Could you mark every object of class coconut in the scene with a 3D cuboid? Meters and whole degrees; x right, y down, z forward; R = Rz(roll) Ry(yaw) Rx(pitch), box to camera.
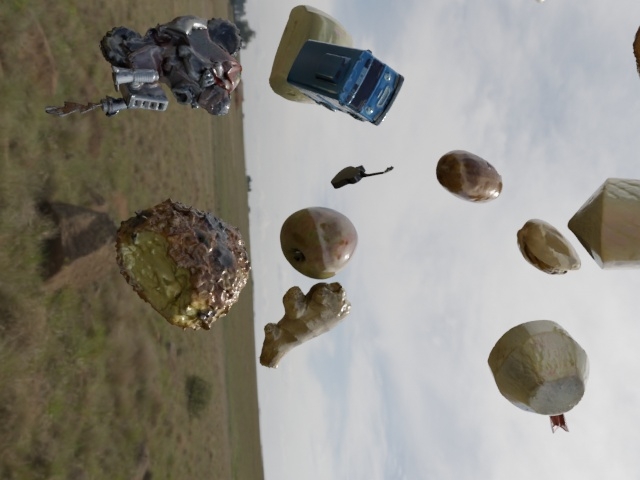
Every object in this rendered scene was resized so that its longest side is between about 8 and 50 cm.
[{"bbox_3d":[0.904,-0.046,1.598,0.329,0.329,0.328,177,-90,-81],"label":"coconut"},{"bbox_3d":[0.601,0.347,1.502,0.259,0.260,0.258,177,-90,-81],"label":"coconut"}]

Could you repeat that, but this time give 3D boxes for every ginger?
[{"bbox_3d":[-0.067,0.280,1.838,0.166,0.376,0.236,40,-18,32],"label":"ginger"}]

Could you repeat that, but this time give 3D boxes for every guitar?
[{"bbox_3d":[0.124,-0.196,1.585,0.234,0.088,0.025,-4,-52,50],"label":"guitar"}]

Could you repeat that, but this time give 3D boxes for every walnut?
[{"bbox_3d":[0.346,-0.143,1.232,0.116,0.207,0.115,-28,-125,49],"label":"walnut"}]

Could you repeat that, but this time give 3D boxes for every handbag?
[{"bbox_3d":[0.740,0.498,1.728,0.157,0.060,0.212,-75,146,-51],"label":"handbag"}]

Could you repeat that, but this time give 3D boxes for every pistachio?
[{"bbox_3d":[0.775,0.028,1.842,0.157,0.229,0.157,-48,178,-2],"label":"pistachio"}]

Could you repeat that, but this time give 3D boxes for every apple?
[{"bbox_3d":[0.000,0.000,1.825,0.257,0.234,0.256,39,-31,30],"label":"apple"}]

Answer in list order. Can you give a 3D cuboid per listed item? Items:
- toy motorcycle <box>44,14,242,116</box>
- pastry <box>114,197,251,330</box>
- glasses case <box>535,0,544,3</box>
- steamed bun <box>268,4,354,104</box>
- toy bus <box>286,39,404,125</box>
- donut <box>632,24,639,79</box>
[{"bbox_3d":[-0.307,-0.311,1.019,0.134,0.401,0.207,-32,-101,57],"label":"toy motorcycle"},{"bbox_3d":[-0.381,0.055,1.594,0.292,0.405,0.337,-50,169,27],"label":"pastry"},{"bbox_3d":[0.567,-0.735,1.499,0.050,0.083,0.196,-40,-122,26],"label":"glasses case"},{"bbox_3d":[-0.021,-0.448,1.349,0.225,0.171,0.200,-65,-149,13],"label":"steamed bun"},{"bbox_3d":[0.033,-0.251,0.848,0.185,0.106,0.090,37,-81,52],"label":"toy bus"},{"bbox_3d":[0.635,-0.319,0.864,0.118,0.254,0.253,50,29,-60],"label":"donut"}]
